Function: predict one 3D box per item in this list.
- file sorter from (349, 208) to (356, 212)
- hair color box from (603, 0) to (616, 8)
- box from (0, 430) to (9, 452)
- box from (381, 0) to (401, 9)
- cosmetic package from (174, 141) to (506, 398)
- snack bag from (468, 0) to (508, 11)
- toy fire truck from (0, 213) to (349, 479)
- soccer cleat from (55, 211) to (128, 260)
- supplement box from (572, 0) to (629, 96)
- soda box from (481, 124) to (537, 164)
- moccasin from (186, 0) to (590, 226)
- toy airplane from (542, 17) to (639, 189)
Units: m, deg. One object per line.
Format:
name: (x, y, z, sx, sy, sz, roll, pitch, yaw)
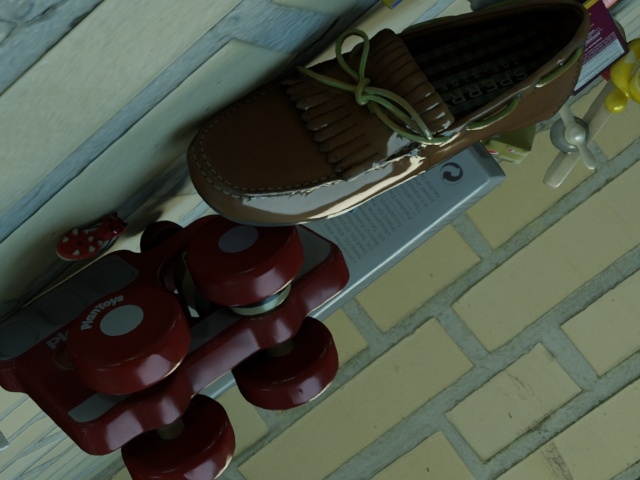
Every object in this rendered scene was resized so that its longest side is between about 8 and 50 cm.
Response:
file sorter: (0.071, -0.124, 1.359, 0.170, 0.104, 0.118, -36, 175, -15)
hair color box: (0.312, -0.301, 1.527, 0.043, 0.072, 0.141, 28, 122, -39)
box: (-0.386, 0.193, 1.106, 0.114, 0.103, 0.203, -40, 174, 21)
box: (0.094, -0.237, 0.994, 0.136, 0.028, 0.081, -37, 175, 11)
cosmetic package: (0.000, 0.000, 1.608, 0.453, 0.161, 0.230, -39, 174, 12)
snack bag: (0.302, -0.308, 1.037, 0.323, 0.037, 0.342, -16, 165, -12)
toy fire truck: (-0.139, 0.066, 1.172, 0.302, 0.254, 0.169, -36, 131, -22)
soccer cleat: (-0.200, 0.002, 1.105, 0.035, 0.029, 0.083, -47, 174, 37)
supplement box: (0.242, -0.233, 1.315, 0.081, 0.104, 0.188, -38, 159, 13)
soda box: (0.263, -0.197, 1.690, 0.061, 0.058, 0.181, 119, -13, -75)
moccasin: (0.067, -0.118, 1.092, 0.380, 0.139, 0.147, -16, 156, -18)
toy airplane: (0.539, -0.305, 2.219, 0.384, 0.272, 0.386, -29, -141, 47)
